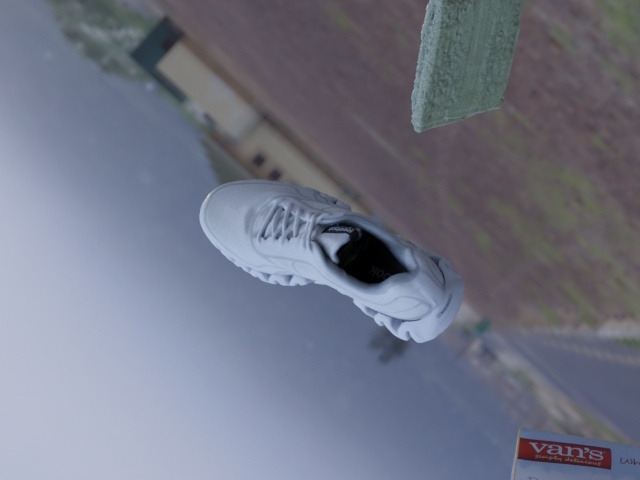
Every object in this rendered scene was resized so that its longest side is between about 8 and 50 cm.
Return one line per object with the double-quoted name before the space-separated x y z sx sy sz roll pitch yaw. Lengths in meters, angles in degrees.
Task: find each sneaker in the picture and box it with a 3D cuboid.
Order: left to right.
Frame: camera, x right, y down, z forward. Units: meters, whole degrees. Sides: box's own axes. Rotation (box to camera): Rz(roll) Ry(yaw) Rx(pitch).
"sneaker" 0.000 0.000 1.767 0.292 0.110 0.118 21 171 26

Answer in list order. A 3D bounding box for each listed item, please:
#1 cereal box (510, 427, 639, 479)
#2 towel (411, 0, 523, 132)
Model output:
"cereal box" 0.177 0.186 0.924 0.173 0.047 0.240 9 -155 7
"towel" 0.133 -0.171 1.647 0.027 0.110 0.148 44 140 40
